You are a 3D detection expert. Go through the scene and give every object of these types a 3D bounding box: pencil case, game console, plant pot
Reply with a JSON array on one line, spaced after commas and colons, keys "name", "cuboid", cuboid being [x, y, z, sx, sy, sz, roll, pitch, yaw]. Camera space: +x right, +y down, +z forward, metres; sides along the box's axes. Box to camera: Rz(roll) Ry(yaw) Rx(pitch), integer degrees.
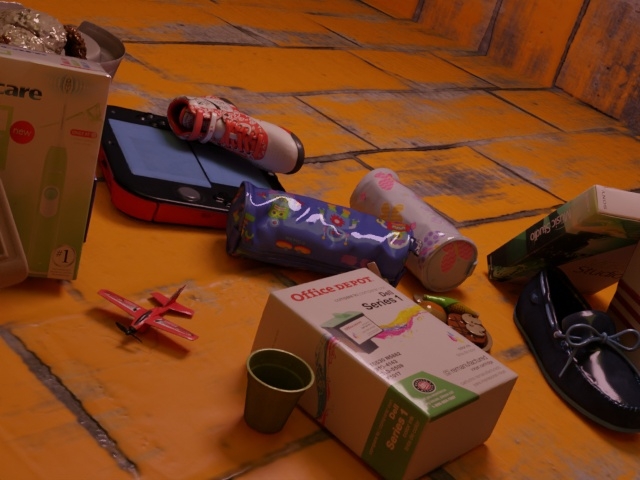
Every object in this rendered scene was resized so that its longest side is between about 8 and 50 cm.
[{"name": "pencil case", "cuboid": [0.000, 0.000, 1.439, 0.306, 0.119, 0.133, 14, 37, -8]}, {"name": "game console", "cuboid": [-0.232, -0.134, 1.624, 0.342, 0.060, 0.386, 5, 29, -26]}, {"name": "pencil case", "cuboid": [0.162, -0.021, 1.595, 0.124, 0.113, 0.273, 24, 17, -40]}, {"name": "plant pot", "cuboid": [-0.058, 0.185, 1.072, 0.083, 0.079, 0.083, 16, 25, -7]}]

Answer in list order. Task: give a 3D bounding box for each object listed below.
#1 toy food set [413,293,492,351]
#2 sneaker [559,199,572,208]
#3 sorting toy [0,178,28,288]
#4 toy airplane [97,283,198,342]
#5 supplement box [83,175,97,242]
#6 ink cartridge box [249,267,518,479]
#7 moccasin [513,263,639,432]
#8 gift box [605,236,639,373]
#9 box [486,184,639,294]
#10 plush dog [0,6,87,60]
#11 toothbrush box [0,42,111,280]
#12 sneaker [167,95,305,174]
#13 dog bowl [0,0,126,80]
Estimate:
[{"name": "toy food set", "cuboid": [0.209, 0.132, 1.402, 0.133, 0.038, 0.192, 16, 25, -5]}, {"name": "sneaker", "cuboid": [0.572, -0.004, 1.831, 0.314, 0.115, 0.136, -6, 36, -41]}, {"name": "sorting toy", "cuboid": [-0.517, -0.018, 1.025, 0.307, 0.229, 0.041, -18, 7, -25]}, {"name": "toy airplane", "cuboid": [-0.222, 0.096, 1.203, 0.151, 0.028, 0.151, 16, 26, -8]}, {"name": "supplement box", "cuboid": [-0.415, -0.101, 1.375, 0.114, 0.111, 0.220, 6, 27, -22]}, {"name": "ink cartridge box", "cuboid": [0.076, 0.163, 1.160, 0.278, 0.117, 0.201, 35, 30, 33]}, {"name": "moccasin", "cuboid": [0.397, 0.153, 1.393, 0.138, 0.116, 0.342, 5, 28, -25]}, {"name": "gift box", "cuboid": [0.631, 0.149, 1.401, 0.277, 0.255, 0.258, 4, 26, -15]}, {"name": "box", "cuboid": [0.469, 0.009, 1.544, 0.232, 0.322, 0.058, 8, 65, -19]}, {"name": "plush dog", "cuboid": [-0.542, -0.332, 1.592, 0.263, 0.210, 0.225, 14, 46, -6]}, {"name": "toothbrush box", "cuboid": [-0.405, -0.105, 1.171, 0.206, 0.283, 0.122, 8, 15, -24]}, {"name": "sneaker", "cuboid": [-0.165, -0.192, 1.651, 0.270, 0.090, 0.145, 34, 25, 32]}, {"name": "dog bowl", "cuboid": [-0.584, -0.385, 1.847, 0.349, 0.102, 0.348, 15, 25, -7]}]
